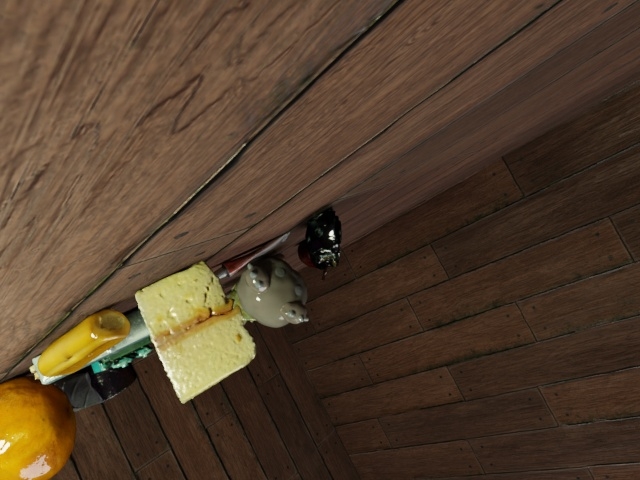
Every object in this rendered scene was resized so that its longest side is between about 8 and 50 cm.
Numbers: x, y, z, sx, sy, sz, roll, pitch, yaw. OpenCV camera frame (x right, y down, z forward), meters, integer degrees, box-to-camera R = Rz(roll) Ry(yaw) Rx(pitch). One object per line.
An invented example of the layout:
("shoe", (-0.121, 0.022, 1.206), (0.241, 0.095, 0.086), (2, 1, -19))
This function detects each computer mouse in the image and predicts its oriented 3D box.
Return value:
("computer mouse", (0.000, 0.000, 1.140), (0.078, 0.146, 0.241), (1, 162, -7))

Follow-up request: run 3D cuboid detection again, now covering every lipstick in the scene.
("lipstick", (-0.526, 0.247, 1.105), (0.290, 0.076, 0.077), (-27, 177, -13))

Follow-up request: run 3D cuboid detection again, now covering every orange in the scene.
("orange", (-0.775, 0.501, 1.208), (0.226, 0.283, 0.284), (-20, 174, -17))

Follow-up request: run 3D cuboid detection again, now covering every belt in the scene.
("belt", (-0.769, 0.480, 1.548), (0.289, 0.164, 0.184), (-18, -165, 7))

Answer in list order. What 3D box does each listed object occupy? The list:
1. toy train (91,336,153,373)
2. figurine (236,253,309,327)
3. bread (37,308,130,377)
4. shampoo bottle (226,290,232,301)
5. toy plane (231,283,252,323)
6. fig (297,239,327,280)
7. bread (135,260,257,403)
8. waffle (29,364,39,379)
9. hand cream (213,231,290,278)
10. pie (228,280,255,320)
("toy train", (-0.620, 0.335, 1.432), (0.154, 0.107, 0.198), (-21, 180, 32))
("figurine", (-0.163, 0.153, 1.500), (0.203, 0.248, 0.380), (-42, -169, -4))
("bread", (-0.479, 0.207, 0.933), (0.239, 0.073, 0.093), (-31, 158, 28))
("shampoo bottle", (-0.349, 0.246, 2.110), (0.092, 0.092, 0.303), (-23, 175, -45))
("toy plane", (-0.284, 0.260, 1.832), (0.256, 0.242, 0.104), (-47, 147, -37))
("fig", (-0.017, 0.048, 1.591), (0.129, 0.150, 0.128), (1, 148, 1))
("bread", (-0.242, 0.179, 0.941), (0.178, 0.240, 0.135), (-26, 176, -9))
("waffle", (-0.667, 0.310, 1.218), (0.148, 0.042, 0.102), (-27, 174, 1))
("hand cream", (-0.169, 0.037, 1.141), (0.216, 0.038, 0.052), (-32, -158, -25))
("pie", (-0.211, 0.204, 1.726), (0.275, 0.257, 0.105), (-20, 130, -9))
